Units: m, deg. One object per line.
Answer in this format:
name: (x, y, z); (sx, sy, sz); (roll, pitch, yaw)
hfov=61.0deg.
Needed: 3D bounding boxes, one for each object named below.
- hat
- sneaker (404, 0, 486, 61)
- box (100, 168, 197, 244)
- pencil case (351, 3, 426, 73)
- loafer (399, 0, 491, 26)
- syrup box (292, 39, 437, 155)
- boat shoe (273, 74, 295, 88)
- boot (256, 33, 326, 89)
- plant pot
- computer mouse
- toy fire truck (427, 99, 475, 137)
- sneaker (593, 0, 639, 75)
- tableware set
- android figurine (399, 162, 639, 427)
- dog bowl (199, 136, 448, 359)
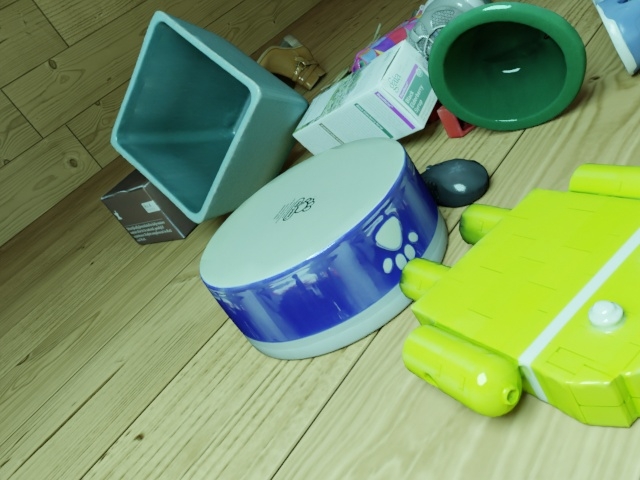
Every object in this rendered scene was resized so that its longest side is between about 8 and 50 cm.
hat: (0.237, -0.255, 0.670); (0.173, 0.208, 0.183); (8, 60, 21)
sneaker: (0.182, -0.309, 0.927); (0.115, 0.105, 0.281); (-64, 9, -22)
box: (-0.264, -0.166, 1.185); (0.191, 0.143, 0.381); (-5, 36, 45)
pencil case: (0.174, -0.397, 1.121); (0.236, 0.104, 0.104); (-40, 26, -12)
loafer: (0.250, -0.510, 1.244); (0.267, 0.084, 0.096); (-27, 26, 15)
syrup box: (0.067, -0.199, 0.838); (0.237, 0.096, 0.093); (-12, 45, 56)
boat shoe: (-0.163, -0.459, 1.603); (0.110, 0.121, 0.341); (-20, 30, 26)
boot: (-0.085, -0.464, 1.488); (0.197, 0.152, 0.073); (-47, 6, -24)
plant pot: (-0.160, -0.210, 0.957); (0.252, 0.247, 0.248); (-16, -38, -57)
computer mouse: (0.127, -0.091, 0.698); (0.071, 0.041, 0.242); (-39, 25, -10)
toy fire truck: (0.215, -0.226, 0.825); (0.192, 0.047, 0.135); (-44, 27, -22)
sneaker: (0.435, -0.334, 0.662); (0.182, 0.127, 0.315); (-22, 34, 34)
tableware set: (0.079, -0.417, 1.274); (0.194, 0.039, 0.128); (-38, 19, 35)
android figurine: (0.180, 0.031, 0.404); (0.248, 0.056, 0.273); (-40, 24, -13)
dog bowl: (0.000, 0.000, 0.612); (0.265, 0.104, 0.265); (-27, 26, 15)
